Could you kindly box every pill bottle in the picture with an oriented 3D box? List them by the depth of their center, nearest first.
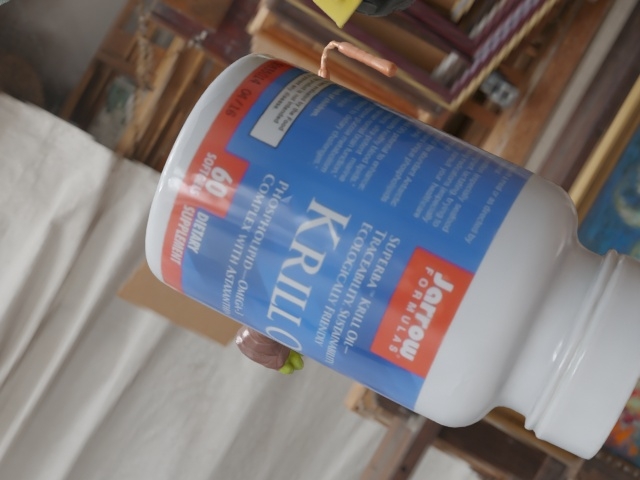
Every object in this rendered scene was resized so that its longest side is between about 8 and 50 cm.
[{"bbox_3d":[0.042,0.010,0.529,0.221,0.124,0.124,25,-178,12],"label":"pill bottle"}]

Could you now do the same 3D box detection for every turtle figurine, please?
[{"bbox_3d":[0.000,0.000,0.828,0.087,0.217,0.269,2,-132,-30],"label":"turtle figurine"}]

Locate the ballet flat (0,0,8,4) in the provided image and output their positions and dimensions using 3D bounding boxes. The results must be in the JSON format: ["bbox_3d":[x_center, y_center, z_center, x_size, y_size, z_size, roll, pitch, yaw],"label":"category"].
[{"bbox_3d":[-0.058,-0.174,0.364,0.116,0.342,0.124,-42,-69,-51],"label":"ballet flat"}]

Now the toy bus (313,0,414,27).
[{"bbox_3d":[0.023,-0.260,0.640,0.211,0.220,0.149,40,143,3],"label":"toy bus"}]
